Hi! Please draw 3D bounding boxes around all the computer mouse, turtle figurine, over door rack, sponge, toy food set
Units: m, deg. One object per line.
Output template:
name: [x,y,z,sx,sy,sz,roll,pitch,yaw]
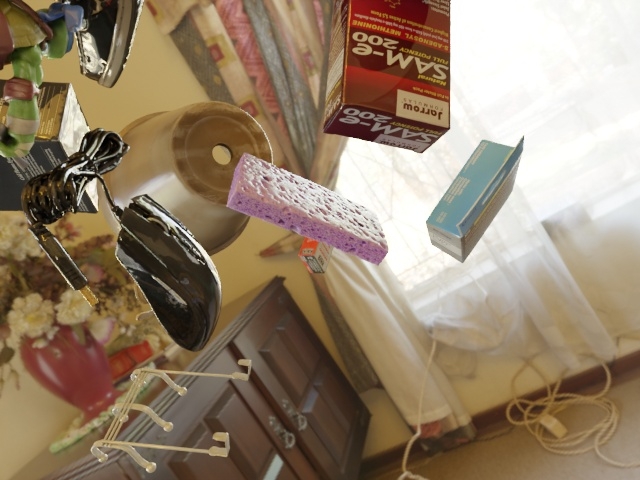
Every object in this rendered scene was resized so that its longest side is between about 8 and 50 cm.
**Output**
computer mouse: [-0.164,0.022,0.485,0.060,0.262,0.184,-18,24,11]
turtle figurine: [-0.399,-0.167,0.504,0.275,0.197,0.266,-8,11,25]
over door rack: [-0.333,0.411,1.176,0.325,0.108,0.239,-6,31,10]
sponge: [-0.014,-0.042,0.649,0.031,0.210,0.117,-60,19,25]
toy food set: [-0.411,0.090,1.195,0.039,0.191,0.132,11,7,15]

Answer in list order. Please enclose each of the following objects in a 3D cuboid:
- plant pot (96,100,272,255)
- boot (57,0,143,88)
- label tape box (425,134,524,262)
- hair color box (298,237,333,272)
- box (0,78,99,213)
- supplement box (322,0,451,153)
plant pot: [-0.240,-0.130,0.962,0.323,0.323,0.280,-37,11,-31]
boot: [-0.339,-0.345,0.550,0.284,0.138,0.377,11,-24,-22]
label tape box: [0.370,-0.105,1.214,0.249,0.115,0.348,-55,-23,-3]
hair color box: [0.000,0.000,1.160,0.043,0.072,0.141,-2,49,27]
box: [-0.756,-0.225,1.254,0.313,0.178,0.343,0,-26,-10]
supplement box: [0.081,-0.234,0.584,0.130,0.239,0.073,8,-16,-15]
